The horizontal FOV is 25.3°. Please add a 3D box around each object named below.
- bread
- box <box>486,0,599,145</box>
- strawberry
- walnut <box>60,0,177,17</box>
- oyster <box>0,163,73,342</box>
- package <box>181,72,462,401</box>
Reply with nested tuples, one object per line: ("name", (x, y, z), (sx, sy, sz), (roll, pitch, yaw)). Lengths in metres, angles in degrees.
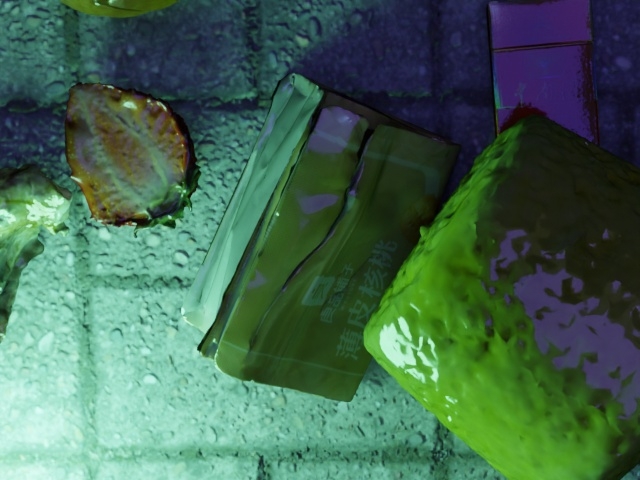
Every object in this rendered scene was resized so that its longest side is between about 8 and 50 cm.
("bread", (0.237, 0.061, 1.410), (0.307, 0.348, 0.348), (40, 98, 1))
("box", (0.238, -0.172, 1.521), (0.112, 0.048, 0.175), (-5, 97, 4))
("strawberry", (-0.209, -0.092, 1.545), (0.146, 0.082, 0.187), (-39, 88, 2))
("walnut", (-0.200, -0.336, 1.392), (0.208, 0.336, 0.209), (2, 76, -6))
("oyster", (-0.420, 0.038, 1.561), (0.275, 0.100, 0.271), (8, 94, 4))
("package", (-0.006, 0.003, 1.501), (0.221, 0.165, 0.311), (25, 99, 0))
